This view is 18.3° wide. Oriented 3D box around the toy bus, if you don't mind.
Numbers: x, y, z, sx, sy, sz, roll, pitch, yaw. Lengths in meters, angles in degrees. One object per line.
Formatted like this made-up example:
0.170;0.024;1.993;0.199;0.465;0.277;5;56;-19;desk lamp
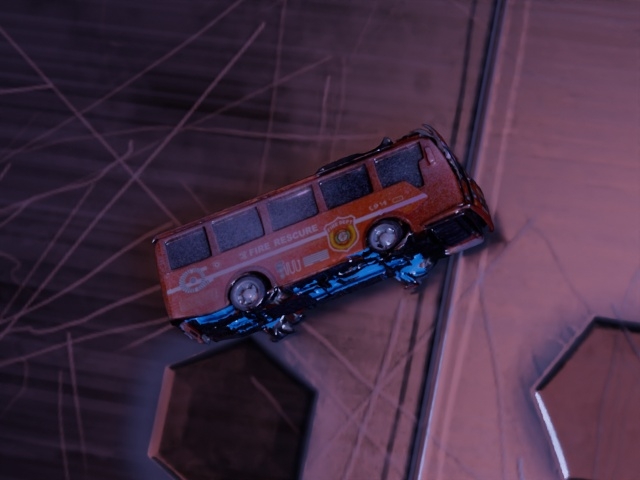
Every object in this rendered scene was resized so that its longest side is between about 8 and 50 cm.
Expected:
0.000;0.000;1.388;0.235;0.073;0.096;-23;66;10;toy bus
